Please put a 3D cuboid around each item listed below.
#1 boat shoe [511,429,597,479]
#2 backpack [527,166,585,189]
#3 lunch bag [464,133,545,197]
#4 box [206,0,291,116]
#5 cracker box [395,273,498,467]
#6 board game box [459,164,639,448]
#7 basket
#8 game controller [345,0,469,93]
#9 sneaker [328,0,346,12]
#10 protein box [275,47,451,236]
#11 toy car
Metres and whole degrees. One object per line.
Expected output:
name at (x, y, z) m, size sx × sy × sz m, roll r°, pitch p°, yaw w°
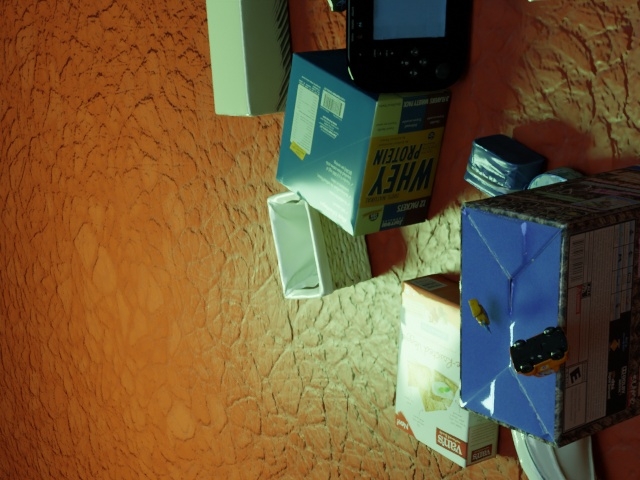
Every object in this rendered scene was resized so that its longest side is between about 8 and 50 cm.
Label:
boat shoe at (0.298, 0.210, 1.500) m, size 0.088 × 0.096 × 0.267 m, roll -39°, pitch 59°, yaw 57°
backpack at (0.287, -0.026, 1.445) m, size 0.105 × 0.084 × 0.114 m, roll 34°, pitch 119°, yaw 29°
lunch bag at (0.236, -0.086, 1.516) m, size 0.098 × 0.067 × 0.065 m, roll 39°, pitch 129°, yaw 41°
box at (-0.116, -0.341, 1.914) m, size 0.113 × 0.094 × 0.275 m, roll 13°, pitch 110°, yaw 53°
cracker box at (0.180, 0.181, 1.671) m, size 0.156 × 0.067 × 0.232 m, roll 23°, pitch 119°, yaw 50°
board game box at (0.300, 0.058, 1.273) m, size 0.141 × 0.291 × 0.232 m, roll 17°, pitch 112°, yaw 50°
basket at (0.000, 0.000, 1.841) m, size 0.113 × 0.103 × 0.167 m, roll -8°, pitch 92°, yaw 55°
game controller at (0.112, -0.350, 1.532) m, size 0.067 × 0.166 × 0.319 m, roll -147°, pitch 53°, yaw -61°
sneaker at (-0.030, -0.418, 1.782) m, size 0.232 × 0.081 × 0.090 m, roll 38°, pitch 121°, yaw 41°
protein box at (0.056, -0.146, 1.692) m, size 0.200 × 0.136 × 0.201 m, roll 37°, pitch 128°, yaw 43°
toy car at (0.199, 0.090, 1.157) m, size 0.040 × 0.060 × 0.122 m, roll 50°, pitch -176°, yaw -40°
